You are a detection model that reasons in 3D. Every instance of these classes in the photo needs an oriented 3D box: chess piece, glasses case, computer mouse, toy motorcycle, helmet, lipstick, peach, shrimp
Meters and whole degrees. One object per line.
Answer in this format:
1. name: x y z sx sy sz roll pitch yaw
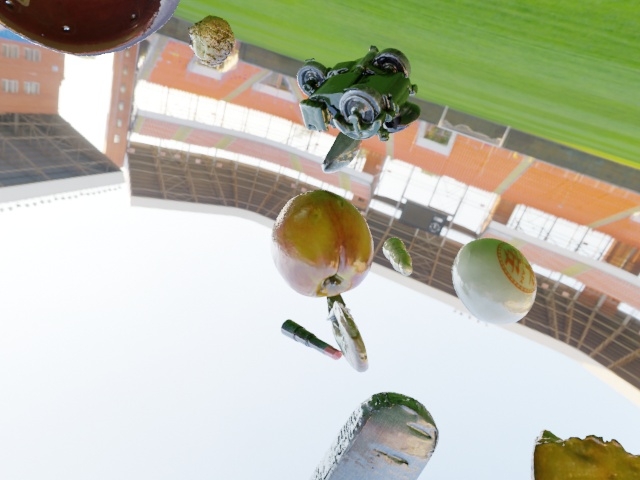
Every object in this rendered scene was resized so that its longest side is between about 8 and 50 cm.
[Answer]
1. chess piece: 0.115 0.026 0.583 0.035 0.035 0.092 16 -163 -7
2. glasses case: 0.048 0.317 0.523 0.109 0.282 0.067 27 -165 -9
3. computer mouse: 0.077 -0.261 1.051 0.068 0.229 0.113 30 160 -4
4. toy motorcycle: 0.053 -0.258 0.740 0.275 0.127 0.205 7 -130 36
5. helmet: -0.204 -0.254 0.332 0.175 0.106 0.155 -9 156 7
6. lipstick: -0.024 0.291 1.168 0.053 0.053 0.234 -2 -167 -43
7. peach: 0.000 0.000 0.975 0.238 0.281 0.281 2 -154 -24
8. shrimp: 0.062 0.216 1.080 0.077 0.168 0.317 -17 -148 -9

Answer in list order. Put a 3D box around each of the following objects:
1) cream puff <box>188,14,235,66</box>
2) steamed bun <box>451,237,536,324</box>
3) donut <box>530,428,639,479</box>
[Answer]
1. cream puff: -0.281 -0.525 1.055 0.104 0.119 0.133 47 178 0
2. steamed bun: 0.460 0.095 1.028 0.231 0.145 0.232 15 -121 -27
3. donut: 0.529 0.417 0.555 0.435 0.163 0.378 -12 -124 5
